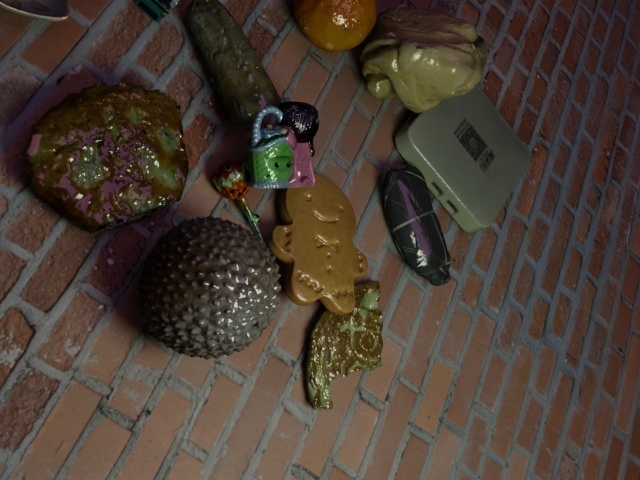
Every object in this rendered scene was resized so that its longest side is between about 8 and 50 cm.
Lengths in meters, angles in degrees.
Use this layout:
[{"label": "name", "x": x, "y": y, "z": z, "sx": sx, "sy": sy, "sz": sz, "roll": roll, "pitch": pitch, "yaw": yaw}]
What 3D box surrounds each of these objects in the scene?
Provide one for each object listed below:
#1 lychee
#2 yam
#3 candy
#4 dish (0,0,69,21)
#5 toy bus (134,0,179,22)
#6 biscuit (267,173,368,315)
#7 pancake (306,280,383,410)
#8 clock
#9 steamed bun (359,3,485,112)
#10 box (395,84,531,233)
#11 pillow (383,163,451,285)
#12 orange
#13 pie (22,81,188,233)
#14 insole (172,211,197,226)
[{"label": "lychee", "x": -0.213, "y": 0.089, "z": 1.509, "sx": 0.300, "sy": 0.300, "sz": 0.300, "roll": 11, "pitch": 70, "yaw": -32}, {"label": "yam", "x": -0.211, "y": -0.416, "z": 1.758, "sx": 0.133, "sy": 0.133, "sz": 0.330, "roll": -27, "pitch": 88, "yaw": -37}, {"label": "candy", "x": -0.155, "y": -0.050, "z": 1.721, "sx": 0.078, "sy": 0.084, "sz": 0.288, "roll": -35, "pitch": 104, "yaw": -42}, {"label": "dish", "x": -0.599, "y": -0.547, "z": 1.555, "sx": 0.151, "sy": 0.077, "sz": 0.212, "roll": 6, "pitch": 73, "yaw": -35}, {"label": "toy bus", "x": -0.346, "y": -0.585, "z": 1.733, "sx": 0.079, "sy": 0.092, "sz": 0.160, "roll": 40, "pitch": 63, "yaw": -21}, {"label": "biscuit", "x": 0.001, "y": -0.001, "z": 1.785, "sx": 0.275, "sy": 0.052, "sz": 0.355, "roll": 21, "pitch": 56, "yaw": -30}, {"label": "pancake", "x": 0.068, "y": 0.239, "z": 1.795, "sx": 0.197, "sy": 0.054, "sz": 0.376, "roll": 43, "pitch": 58, "yaw": -9}, {"label": "clock", "x": -0.080, "y": -0.214, "z": 1.691, "sx": 0.194, "sy": 0.100, "sz": 0.195, "roll": -5, "pitch": 103, "yaw": -48}, {"label": "steamed bun", "x": 0.271, "y": -0.477, "z": 2.026, "sx": 0.324, "sy": 0.230, "sz": 0.372, "roll": 14, "pitch": 35, "yaw": 3}, {"label": "box", "x": 0.413, "y": -0.255, "z": 2.162, "sx": 0.373, "sy": 0.090, "sz": 0.367, "roll": 49, "pitch": 56, "yaw": -14}, {"label": "pillow", "x": 0.257, "y": -0.039, "z": 1.984, "sx": 0.161, "sy": 0.092, "sz": 0.335, "roll": -17, "pitch": 87, "yaw": -41}, {"label": "orange", "x": 0.038, "y": -0.590, "z": 1.938, "sx": 0.219, "sy": 0.193, "sz": 0.219, "roll": 17, "pitch": 43, "yaw": -17}, {"label": "pie", "x": -0.426, "y": -0.174, "z": 1.545, "sx": 0.354, "sy": 0.103, "sz": 0.288, "roll": -28, "pitch": 93, "yaw": -33}, {"label": "insole", "x": -0.257, "y": -0.028, "z": 1.679, "sx": 0.152, "sy": 0.002, "sz": 0.053, "roll": 22, "pitch": 64, "yaw": -28}]
